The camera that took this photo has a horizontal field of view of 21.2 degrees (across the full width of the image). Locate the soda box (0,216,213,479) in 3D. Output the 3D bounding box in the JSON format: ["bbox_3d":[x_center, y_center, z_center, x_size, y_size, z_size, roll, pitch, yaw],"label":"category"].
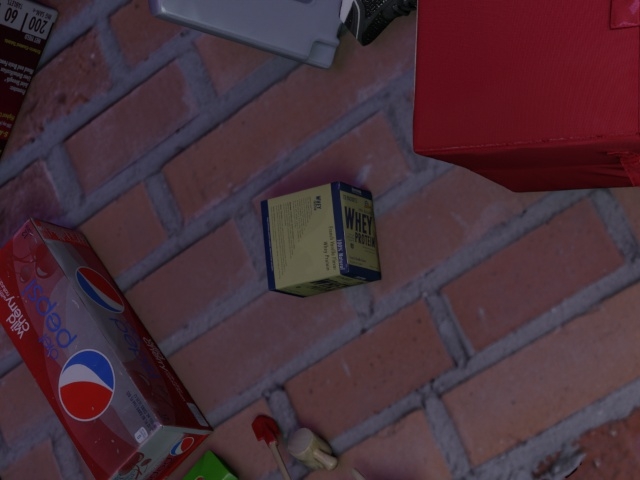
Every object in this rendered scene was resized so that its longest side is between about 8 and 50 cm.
[{"bbox_3d":[-0.215,0.106,1.600,0.092,0.083,0.263,-46,61,17],"label":"soda box"}]

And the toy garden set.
[{"bbox_3d":[-0.031,0.253,1.459,0.204,0.049,0.244,-49,39,-1],"label":"toy garden set"}]

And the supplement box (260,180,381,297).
[{"bbox_3d":[0.000,0.000,1.497,0.083,0.056,0.083,-14,74,30],"label":"supplement box"}]

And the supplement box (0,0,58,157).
[{"bbox_3d":[-0.368,-0.143,1.712,0.073,0.130,0.239,27,97,32],"label":"supplement box"}]

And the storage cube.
[{"bbox_3d":[0.198,-0.144,1.321,0.193,0.184,0.215,-2,81,33],"label":"storage cube"}]

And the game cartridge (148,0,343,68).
[{"bbox_3d":[-0.043,-0.318,1.508,0.060,0.196,0.294,-164,90,-70],"label":"game cartridge"}]

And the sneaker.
[{"bbox_3d":[0.091,-0.230,1.474,0.077,0.072,0.178,49,114,18],"label":"sneaker"}]
